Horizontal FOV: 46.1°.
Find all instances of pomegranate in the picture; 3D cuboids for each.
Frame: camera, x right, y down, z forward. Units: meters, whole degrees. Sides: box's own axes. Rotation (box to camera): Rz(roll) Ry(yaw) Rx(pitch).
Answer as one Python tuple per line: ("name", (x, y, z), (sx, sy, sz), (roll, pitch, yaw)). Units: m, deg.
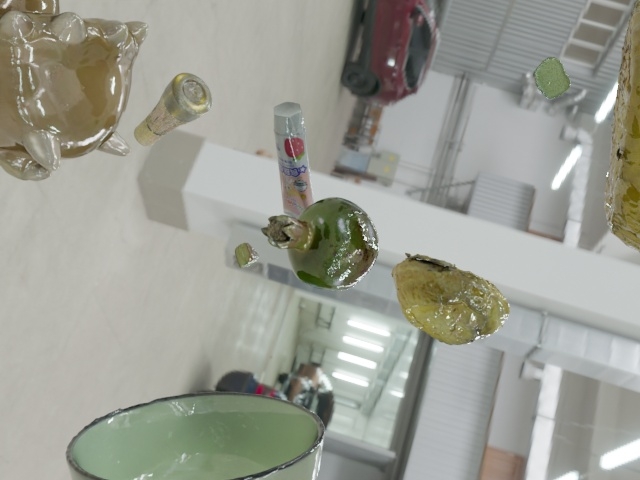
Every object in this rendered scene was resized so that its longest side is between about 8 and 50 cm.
("pomegranate", (0.000, 0.000, 0.875), (0.114, 0.142, 0.114), (-20, -118, 45))

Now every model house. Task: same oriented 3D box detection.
("model house", (0.475, -0.334, 1.551), (0.066, 0.078, 0.083), (-32, -179, 20))

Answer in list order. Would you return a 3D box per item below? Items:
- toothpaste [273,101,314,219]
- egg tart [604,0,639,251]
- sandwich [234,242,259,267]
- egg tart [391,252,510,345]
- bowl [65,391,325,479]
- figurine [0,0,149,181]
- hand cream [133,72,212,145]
("toothpaste", (-0.038, -0.102, 1.065), (0.043, 0.067, 0.194), (-40, 141, -33))
("egg tart", (0.359, -0.106, 0.703), (0.388, 0.169, 0.387), (3, 90, -70))
("sandwich", (-0.143, 0.026, 1.436), (0.031, 0.044, 0.083), (-32, -179, 7))
("egg tart", (0.239, 0.124, 1.449), (0.232, 0.252, 0.098), (-17, -142, 53))
("bowl", (-0.168, 0.355, 1.057), (0.354, 0.354, 0.185), (-47, 137, -80))
("figurine", (-0.226, -0.174, 0.601), (0.177, 0.173, 0.247), (26, 72, -72))
("hand cream", (-0.287, -0.231, 1.409), (0.203, 0.084, 0.084), (-29, -148, 45))
